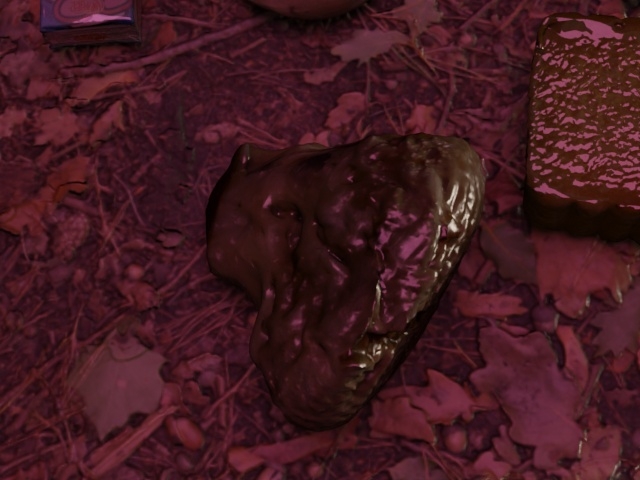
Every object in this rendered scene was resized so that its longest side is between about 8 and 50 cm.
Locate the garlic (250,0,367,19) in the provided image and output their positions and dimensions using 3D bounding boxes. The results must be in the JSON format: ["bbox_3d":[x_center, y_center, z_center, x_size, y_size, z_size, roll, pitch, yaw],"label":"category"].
[{"bbox_3d":[-0.025,-0.317,1.485,0.267,0.148,0.128,-24,108,-10],"label":"garlic"}]

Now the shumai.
[{"bbox_3d":[-0.003,-0.002,1.308,0.283,0.217,0.346,33,79,12],"label":"shumai"}]

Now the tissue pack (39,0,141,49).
[{"bbox_3d":[-0.273,-0.310,1.504,0.116,0.065,0.155,-4,72,3],"label":"tissue pack"}]

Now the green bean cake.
[{"bbox_3d":[0.338,-0.118,1.380,0.233,0.124,0.236,6,72,6],"label":"green bean cake"}]
